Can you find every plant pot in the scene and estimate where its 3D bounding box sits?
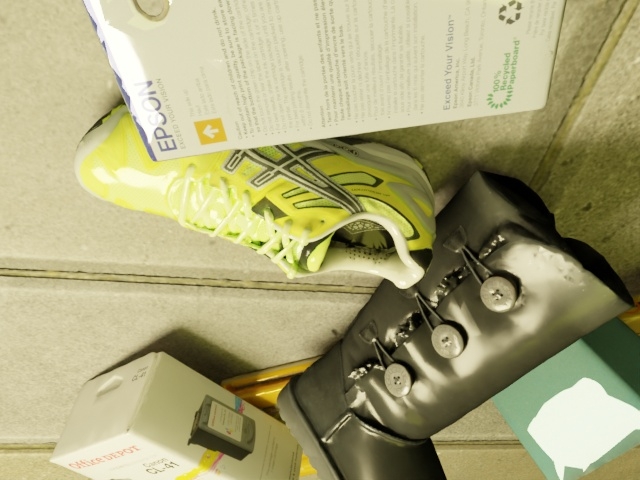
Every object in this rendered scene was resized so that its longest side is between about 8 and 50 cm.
[{"bbox_3d":[0.310,0.157,0.710,0.166,0.234,0.165,-12,146,-50],"label":"plant pot"}]

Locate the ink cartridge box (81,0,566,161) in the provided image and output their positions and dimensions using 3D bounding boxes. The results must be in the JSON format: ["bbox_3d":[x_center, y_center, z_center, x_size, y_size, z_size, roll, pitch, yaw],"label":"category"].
[{"bbox_3d":[0.001,-0.218,0.347,0.330,0.071,0.324,-7,134,3],"label":"ink cartridge box"}]

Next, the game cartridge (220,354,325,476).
[{"bbox_3d":[0.013,0.319,0.950,0.286,0.052,0.323,-15,130,6],"label":"game cartridge"}]

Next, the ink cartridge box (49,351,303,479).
[{"bbox_3d":[-0.209,0.321,0.827,0.226,0.131,0.306,-28,126,33],"label":"ink cartridge box"}]

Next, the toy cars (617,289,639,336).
[{"bbox_3d":[0.505,0.041,0.745,0.177,0.087,0.393,26,120,-13],"label":"toy cars"}]

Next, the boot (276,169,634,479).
[{"bbox_3d":[0.185,0.191,0.650,0.445,0.367,0.146,-49,162,22],"label":"boot"}]

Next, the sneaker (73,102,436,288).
[{"bbox_3d":[-0.051,-0.047,0.547,0.385,0.147,0.145,7,132,-12],"label":"sneaker"}]
